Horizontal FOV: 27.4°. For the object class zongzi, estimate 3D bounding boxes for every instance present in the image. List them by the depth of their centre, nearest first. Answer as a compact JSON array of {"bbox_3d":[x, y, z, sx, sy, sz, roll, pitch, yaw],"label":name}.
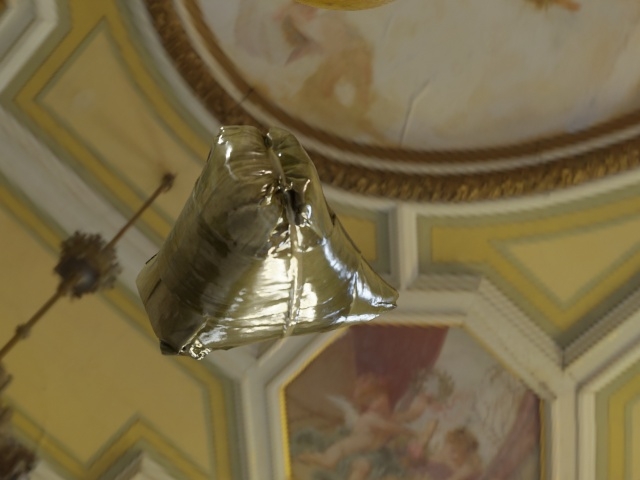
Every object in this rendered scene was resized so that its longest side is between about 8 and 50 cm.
[{"bbox_3d":[0.000,0.000,0.736,0.176,0.078,0.160,-1,-31,-27],"label":"zongzi"}]

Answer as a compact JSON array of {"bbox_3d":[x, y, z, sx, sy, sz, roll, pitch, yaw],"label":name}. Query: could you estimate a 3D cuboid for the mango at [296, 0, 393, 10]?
[{"bbox_3d":[-0.002,-0.179,0.483,0.152,0.120,0.221,-2,-42,-9],"label":"mango"}]
